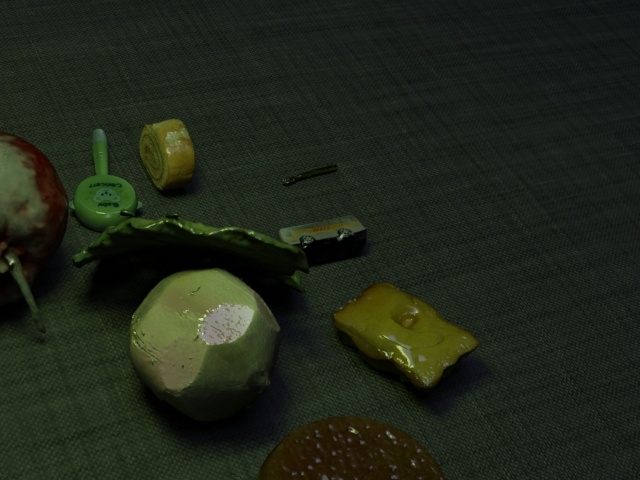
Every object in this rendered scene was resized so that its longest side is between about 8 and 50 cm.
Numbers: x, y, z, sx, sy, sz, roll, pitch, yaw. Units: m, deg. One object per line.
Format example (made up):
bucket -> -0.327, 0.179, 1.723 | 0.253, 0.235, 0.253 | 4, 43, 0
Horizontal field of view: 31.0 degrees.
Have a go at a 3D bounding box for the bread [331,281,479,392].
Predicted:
bread -> 0.140, 0.169, 1.981 | 0.233, 0.088, 0.161 | 38, 43, 27

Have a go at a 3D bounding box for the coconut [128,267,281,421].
coconut -> -0.174, 0.170, 1.802 | 0.227, 0.227, 0.230 | -25, 48, -34

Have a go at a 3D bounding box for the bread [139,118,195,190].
bread -> -0.286, -0.168, 2.193 | 0.073, 0.122, 0.149 | -9, 48, -27

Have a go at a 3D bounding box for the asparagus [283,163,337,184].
asparagus -> -0.021, -0.132, 2.301 | 0.127, 0.015, 0.018 | -18, 50, -29

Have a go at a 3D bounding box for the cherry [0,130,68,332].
cherry -> -0.590, -0.031, 1.875 | 0.335, 0.291, 0.326 | 7, 50, 21

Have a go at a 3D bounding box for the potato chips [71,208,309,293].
potato chips -> -0.212, 0.019, 1.931 | 0.389, 0.373, 0.097 | 6, 85, -2

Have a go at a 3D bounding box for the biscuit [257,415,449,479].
biscuit -> 0.089, 0.432, 1.702 | 0.350, 0.070, 0.394 | -1, 46, -18

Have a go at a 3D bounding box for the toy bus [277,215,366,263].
toy bus -> 0.000, 0.000, 2.141 | 0.172, 0.057, 0.072 | -11, 42, -25

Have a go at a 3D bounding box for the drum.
drum -> -0.425, -0.114, 2.153 | 0.130, 0.049, 0.253 | -13, 49, -26
